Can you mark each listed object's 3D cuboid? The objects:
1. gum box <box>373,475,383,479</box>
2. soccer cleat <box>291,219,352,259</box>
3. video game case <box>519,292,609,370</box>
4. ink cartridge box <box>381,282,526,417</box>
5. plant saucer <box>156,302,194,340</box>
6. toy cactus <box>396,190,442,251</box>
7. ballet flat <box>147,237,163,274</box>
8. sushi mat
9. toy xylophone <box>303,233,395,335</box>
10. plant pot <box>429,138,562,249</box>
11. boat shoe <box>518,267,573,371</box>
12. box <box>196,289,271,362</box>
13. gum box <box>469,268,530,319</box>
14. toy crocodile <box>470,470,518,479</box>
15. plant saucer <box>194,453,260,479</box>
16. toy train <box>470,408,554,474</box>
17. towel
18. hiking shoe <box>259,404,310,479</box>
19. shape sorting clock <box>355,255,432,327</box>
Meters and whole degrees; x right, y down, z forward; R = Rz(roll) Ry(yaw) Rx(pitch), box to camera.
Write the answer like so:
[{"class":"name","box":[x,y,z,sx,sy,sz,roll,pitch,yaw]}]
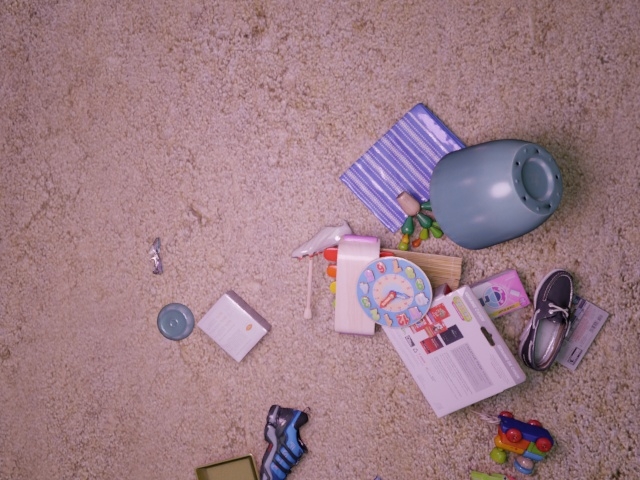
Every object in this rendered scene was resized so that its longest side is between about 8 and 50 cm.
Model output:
[{"class":"gum box","box":[0.196,0.838,1.433,0.184,0.041,0.157,39,93,1]},{"class":"soccer cleat","box":[0.000,0.000,1.415,0.196,0.068,0.076,-20,85,-4]},{"class":"video game case","box":[0.724,0.257,1.408,0.184,0.023,0.201,30,93,1]},{"class":"ink cartridge box","box":[0.375,0.294,1.335,0.272,0.130,0.309,-31,90,21]},{"class":"plant saucer","box":[-0.450,0.253,1.458,0.120,0.021,0.119,0,91,3]},{"class":"toy cactus","box":[0.288,-0.063,1.360,0.219,0.112,0.180,-42,105,14]},{"class":"ballet flat","box":[-0.506,0.049,1.443,0.041,0.041,0.114,-5,92,3]},{"class":"sushi mat","box":[0.247,0.095,1.388,0.317,0.019,0.151,7,118,6]},{"class":"toy xylophone","box":[0.076,0.137,1.360,0.237,0.081,0.322,12,109,5]},{"class":"plant pot","box":[0.476,-0.134,1.246,0.293,0.235,0.292,4,80,-25]},{"class":"boat shoe","box":[0.663,0.229,1.352,0.115,0.091,0.302,14,93,2]},{"class":"box","box":[-0.255,0.254,1.414,0.170,0.091,0.130,43,92,1]},{"class":"gum box","box":[0.500,0.170,1.395,0.189,0.062,0.107,-24,90,3]},{"class":"toy crocodile","box":[0.600,0.759,1.381,0.341,0.115,0.105,29,66,1]},{"class":"plant saucer","box":[-0.270,0.753,1.449,0.188,0.045,0.188,-15,91,3]},{"class":"toy train","box":[0.535,0.588,1.392,0.248,0.105,0.143,16,105,2]},{"class":"towel","box":[0.258,-0.216,1.409,0.336,0.040,0.243,-43,88,3]},{"class":"hiking shoe","box":[-0.106,0.649,1.406,0.132,0.113,0.303,5,91,3]},{"class":"shape sorting clock","box":[0.194,0.141,1.269,0.206,0.040,0.206,5,111,14]}]
